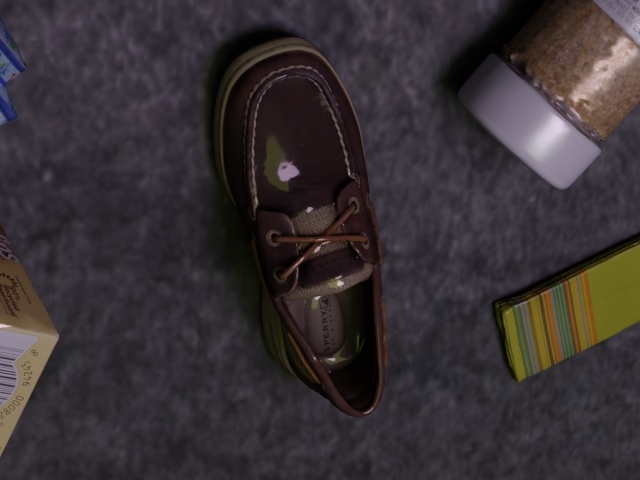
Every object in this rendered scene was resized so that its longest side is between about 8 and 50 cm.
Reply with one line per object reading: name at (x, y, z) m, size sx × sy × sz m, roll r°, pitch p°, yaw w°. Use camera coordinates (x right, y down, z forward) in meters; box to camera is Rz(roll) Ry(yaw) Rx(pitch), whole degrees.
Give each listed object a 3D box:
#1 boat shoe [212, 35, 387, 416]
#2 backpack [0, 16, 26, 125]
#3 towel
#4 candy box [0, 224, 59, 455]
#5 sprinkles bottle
boat shoe at (0.000, 0.000, 1.589) m, size 0.123 × 0.123 × 0.342 m, roll -18°, pitch 128°, yaw -15°
backpack at (-0.256, -0.128, 1.386) m, size 0.084 × 0.105 × 0.114 m, roll -32°, pitch 135°, yaw -3°
towel at (0.272, 0.045, 1.828) m, size 0.237 × 0.021 × 0.102 m, roll -26°, pitch 135°, yaw -11°
candy box at (-0.317, 0.143, 1.484) m, size 0.087 × 0.183 × 0.316 m, roll 16°, pitch 113°, yaw -33°
sprinkles bottle at (0.269, -0.207, 1.588) m, size 0.355 × 0.121 × 0.121 m, roll -48°, pitch 129°, yaw 9°
